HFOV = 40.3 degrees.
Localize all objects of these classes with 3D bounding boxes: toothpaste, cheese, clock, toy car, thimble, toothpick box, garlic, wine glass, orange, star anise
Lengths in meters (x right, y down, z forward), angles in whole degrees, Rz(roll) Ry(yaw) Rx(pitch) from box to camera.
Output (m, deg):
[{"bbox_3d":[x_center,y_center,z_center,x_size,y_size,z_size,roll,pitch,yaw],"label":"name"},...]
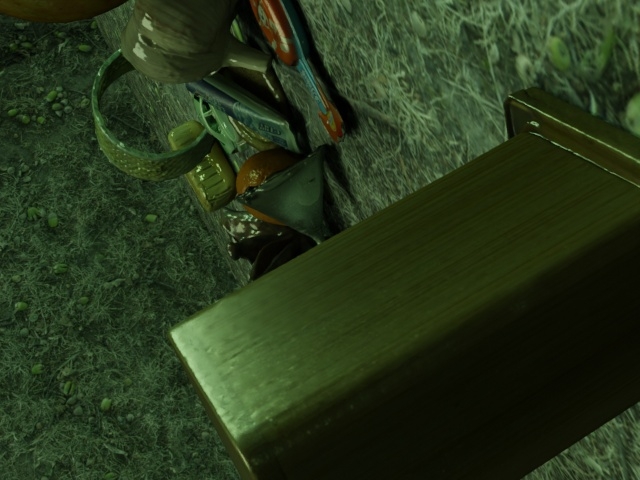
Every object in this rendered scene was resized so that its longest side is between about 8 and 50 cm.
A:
[{"bbox_3d":[-0.130,-0.213,1.352,0.268,0.047,0.069,33,131,29],"label":"toothpaste"},{"bbox_3d":[-0.031,-0.232,1.076,0.256,0.037,0.106,63,170,4],"label":"cheese"},{"bbox_3d":[-0.152,-0.243,1.536,0.191,0.062,0.151,50,162,47],"label":"clock"},{"bbox_3d":[-0.204,-0.271,1.675,0.224,0.076,0.090,68,169,-25],"label":"toy car"},{"bbox_3d":[-0.341,-0.272,1.821,0.271,0.270,0.150,62,165,7],"label":"thimble"},{"bbox_3d":[0.080,0.066,0.570,0.190,0.308,0.187,45,159,51],"label":"toothpick box"},{"bbox_3d":[-0.167,-0.298,1.258,0.212,0.219,0.218,30,172,-8],"label":"garlic"},{"bbox_3d":[0.000,0.000,1.222,0.232,0.156,0.156,59,169,-6],"label":"wine glass"},{"bbox_3d":[-0.065,-0.084,1.351,0.135,0.135,0.118,-159,77,-74],"label":"orange"},{"bbox_3d":[-0.064,0.023,1.404,0.257,0.198,0.111,42,122,57],"label":"star anise"}]

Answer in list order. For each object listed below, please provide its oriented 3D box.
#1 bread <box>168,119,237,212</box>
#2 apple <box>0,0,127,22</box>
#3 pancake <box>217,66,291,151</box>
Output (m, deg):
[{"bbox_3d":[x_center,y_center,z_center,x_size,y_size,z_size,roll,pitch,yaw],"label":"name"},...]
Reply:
[{"bbox_3d":[-0.285,-0.185,2.152,0.236,0.106,0.140,59,167,19],"label":"bread"},{"bbox_3d":[-0.332,-0.464,1.065,0.400,0.400,0.333,63,-166,2],"label":"apple"},{"bbox_3d":[-0.110,-0.221,1.380,0.199,0.021,0.199,38,147,30],"label":"pancake"}]
